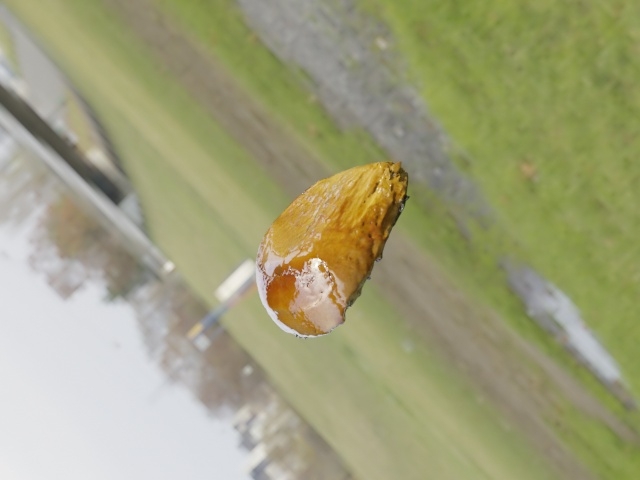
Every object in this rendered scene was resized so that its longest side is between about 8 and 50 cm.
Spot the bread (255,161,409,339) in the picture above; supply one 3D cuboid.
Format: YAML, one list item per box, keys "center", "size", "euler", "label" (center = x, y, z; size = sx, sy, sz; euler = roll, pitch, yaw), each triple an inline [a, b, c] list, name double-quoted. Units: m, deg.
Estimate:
- center: [0.000, 0.000, 1.147]
  size: [0.044, 0.126, 0.129]
  euler: [32, 166, -17]
  label: "bread"
